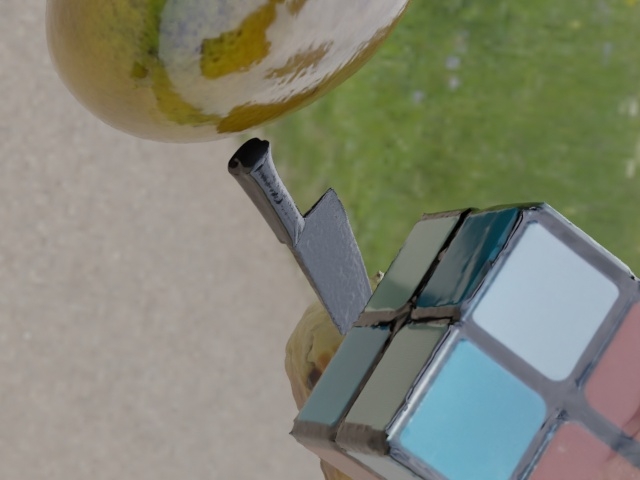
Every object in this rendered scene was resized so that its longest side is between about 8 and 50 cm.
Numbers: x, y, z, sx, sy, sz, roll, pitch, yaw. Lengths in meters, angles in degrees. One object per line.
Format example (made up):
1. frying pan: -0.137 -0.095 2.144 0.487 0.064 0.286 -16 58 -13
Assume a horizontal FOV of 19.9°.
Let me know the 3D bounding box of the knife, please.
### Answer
1. knife: 0.000 0.000 1.303 0.060 0.028 0.230 -50 138 -18

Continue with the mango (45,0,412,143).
1. mango: -0.058 -0.186 1.230 0.264 0.221 0.378 -38 -174 24

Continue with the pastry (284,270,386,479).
1. pastry: 0.100 0.149 1.862 0.170 0.237 0.256 102 -33 -75

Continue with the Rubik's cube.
1. Rubik's cube: 0.117 0.096 1.122 0.183 0.180 0.167 -60 -165 -14
